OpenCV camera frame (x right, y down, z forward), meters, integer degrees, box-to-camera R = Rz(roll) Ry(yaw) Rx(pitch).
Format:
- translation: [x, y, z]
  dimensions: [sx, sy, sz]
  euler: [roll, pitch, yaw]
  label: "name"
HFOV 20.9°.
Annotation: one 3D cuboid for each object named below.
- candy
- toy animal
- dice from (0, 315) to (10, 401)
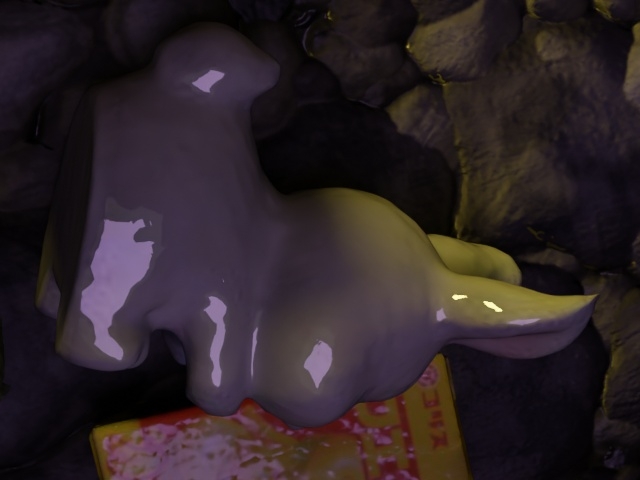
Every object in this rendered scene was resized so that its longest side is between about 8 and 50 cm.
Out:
- translation: [-0.026, 0.179, 1.314]
  dimensions: [0.276, 0.088, 0.146]
  euler: [-14, 89, -5]
  label: "candy"
- translation: [-0.007, 0.008, 1.198]
  dimensions: [0.368, 0.196, 0.241]
  euler: [22, 100, -17]
  label: "toy animal"
- translation: [-0.349, 0.017, 1.097]
  dimensions: [0.250, 0.252, 0.254]
  euler: [-15, 121, -3]
  label: "dice"
